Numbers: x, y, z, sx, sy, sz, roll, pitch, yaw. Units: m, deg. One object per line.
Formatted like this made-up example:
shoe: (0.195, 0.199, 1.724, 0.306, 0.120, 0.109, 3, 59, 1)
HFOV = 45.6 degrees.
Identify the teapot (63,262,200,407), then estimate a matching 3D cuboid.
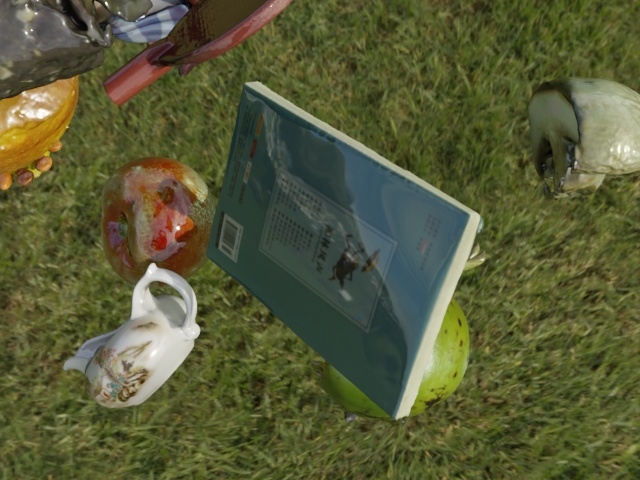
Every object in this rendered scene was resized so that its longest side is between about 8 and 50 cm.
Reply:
teapot: (-0.285, 0.158, 1.196, 0.139, 0.204, 0.298, 45, 115, -5)

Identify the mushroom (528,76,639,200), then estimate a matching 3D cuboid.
mushroom: (0.443, -0.175, 1.228, 0.164, 0.267, 0.189, -7, 81, 3)

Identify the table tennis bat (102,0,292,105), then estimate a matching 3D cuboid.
table tennis bat: (-0.181, -0.354, 1.241, 0.414, 0.051, 0.268, -32, 34, 10)

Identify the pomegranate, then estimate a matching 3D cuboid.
pomegranate: (0.128, 0.131, 1.187, 0.260, 0.260, 0.341, 41, 104, 13)

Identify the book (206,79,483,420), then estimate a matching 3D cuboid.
book: (0.000, 0.000, 0.902, 0.379, 0.031, 0.264, 37, 123, 36)

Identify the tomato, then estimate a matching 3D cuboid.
tomato: (-0.319, -0.039, 1.566, 0.222, 0.270, 0.270, -13, 70, -41)

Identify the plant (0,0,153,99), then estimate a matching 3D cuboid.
plant: (-0.314, -0.283, 0.881, 0.276, 0.199, 0.188, -32, 99, -9)

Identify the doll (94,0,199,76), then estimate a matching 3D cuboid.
doll: (-0.384, -0.503, 1.561, 0.339, 0.209, 0.318, 0, 107, -21)

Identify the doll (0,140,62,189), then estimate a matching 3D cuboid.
doll: (-0.597, -0.196, 1.483, 0.143, 0.135, 0.221, -36, 64, -8)

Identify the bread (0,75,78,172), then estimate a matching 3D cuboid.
bread: (-0.509, -0.249, 1.150, 0.312, 0.172, 0.312, 1, 66, -2)
